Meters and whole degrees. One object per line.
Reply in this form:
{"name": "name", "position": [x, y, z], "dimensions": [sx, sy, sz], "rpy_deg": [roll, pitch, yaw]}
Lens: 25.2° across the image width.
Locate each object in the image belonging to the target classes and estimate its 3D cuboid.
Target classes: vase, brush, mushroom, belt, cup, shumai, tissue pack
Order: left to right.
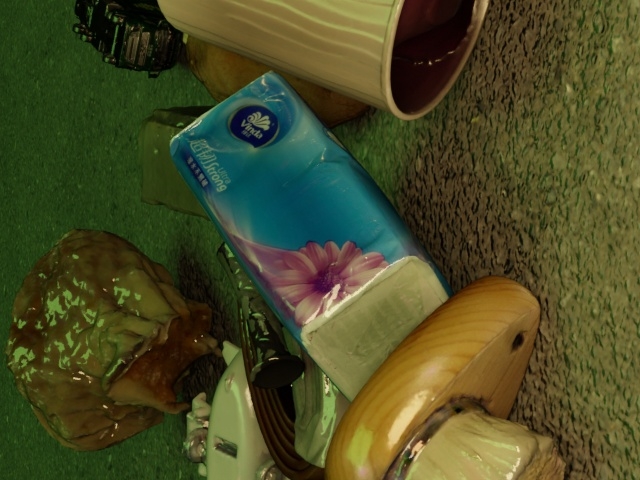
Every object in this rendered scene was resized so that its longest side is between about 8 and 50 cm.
{"name": "shumai", "position": [-0.276, 0.116, 1.924], "dimensions": [0.262, 0.267, 0.314], "rpy_deg": [-28, 70, 63]}
{"name": "vase", "position": [-0.062, 0.072, 1.469], "dimensions": [0.059, 0.059, 0.167], "rpy_deg": [118, 146, -42]}
{"name": "mushroom", "position": [0.000, -0.268, 1.569], "dimensions": [0.208, 0.233, 0.301], "rpy_deg": [3, 48, 54]}
{"name": "tissue pack", "position": [0.000, 0.000, 1.340], "dimensions": [0.263, 0.146, 0.198], "rpy_deg": [52, 179, 34]}
{"name": "belt", "position": [0.009, 0.107, 1.530], "dimensions": [0.217, 0.122, 0.338], "rpy_deg": [120, 144, -46]}
{"name": "cup", "position": [0.020, -0.280, 1.319], "dimensions": [0.273, 0.208, 0.288], "rpy_deg": [21, 90, 23]}
{"name": "brush", "position": [0.136, 0.167, 1.246], "dimensions": [0.166, 0.174, 0.266], "rpy_deg": [29, 89, 36]}

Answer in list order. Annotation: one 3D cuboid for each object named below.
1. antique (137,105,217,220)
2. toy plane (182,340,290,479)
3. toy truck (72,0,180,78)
{"name": "antique", "position": [-0.106, -0.090, 1.732], "dimensions": [0.284, 0.150, 0.125], "rpy_deg": [21, 112, 61]}
{"name": "toy plane", "position": [-0.075, 0.231, 1.699], "dimensions": [0.245, 0.117, 0.244], "rpy_deg": [7, 100, 45]}
{"name": "toy truck", "position": [-0.287, -0.319, 2.134], "dimensions": [0.259, 0.121, 0.088], "rpy_deg": [44, 126, 56]}
